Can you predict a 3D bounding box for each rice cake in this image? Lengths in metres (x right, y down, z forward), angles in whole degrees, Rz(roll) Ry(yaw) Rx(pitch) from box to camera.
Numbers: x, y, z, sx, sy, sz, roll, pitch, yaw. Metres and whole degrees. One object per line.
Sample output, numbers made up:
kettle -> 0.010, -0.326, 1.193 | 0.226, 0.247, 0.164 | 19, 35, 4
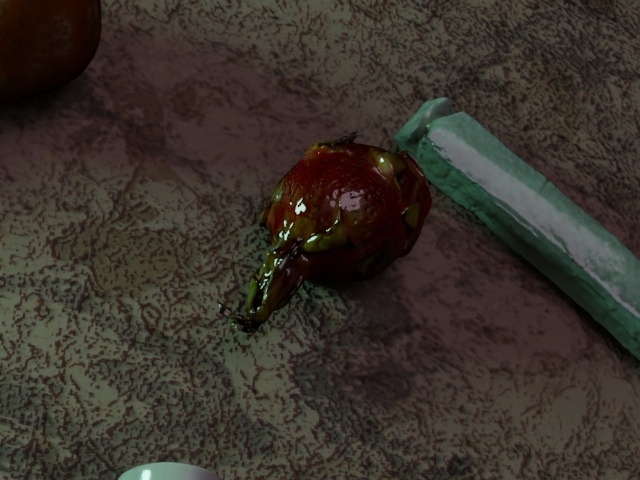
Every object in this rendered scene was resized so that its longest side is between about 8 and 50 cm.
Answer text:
rice cake -> 0.210, -0.007, 1.759 | 0.336, 0.063, 0.066 | 43, 56, 5

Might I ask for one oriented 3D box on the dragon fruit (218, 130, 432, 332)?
dragon fruit -> 0.000, 0.000, 1.626 | 0.125, 0.125, 0.246 | 43, 59, 2

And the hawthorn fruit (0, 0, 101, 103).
hawthorn fruit -> -0.262, -0.211, 1.597 | 0.169, 0.188, 0.169 | 6, 39, -5

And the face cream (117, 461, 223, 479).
face cream -> -0.117, 0.317, 1.385 | 0.092, 0.092, 0.311 | 13, 55, -16
